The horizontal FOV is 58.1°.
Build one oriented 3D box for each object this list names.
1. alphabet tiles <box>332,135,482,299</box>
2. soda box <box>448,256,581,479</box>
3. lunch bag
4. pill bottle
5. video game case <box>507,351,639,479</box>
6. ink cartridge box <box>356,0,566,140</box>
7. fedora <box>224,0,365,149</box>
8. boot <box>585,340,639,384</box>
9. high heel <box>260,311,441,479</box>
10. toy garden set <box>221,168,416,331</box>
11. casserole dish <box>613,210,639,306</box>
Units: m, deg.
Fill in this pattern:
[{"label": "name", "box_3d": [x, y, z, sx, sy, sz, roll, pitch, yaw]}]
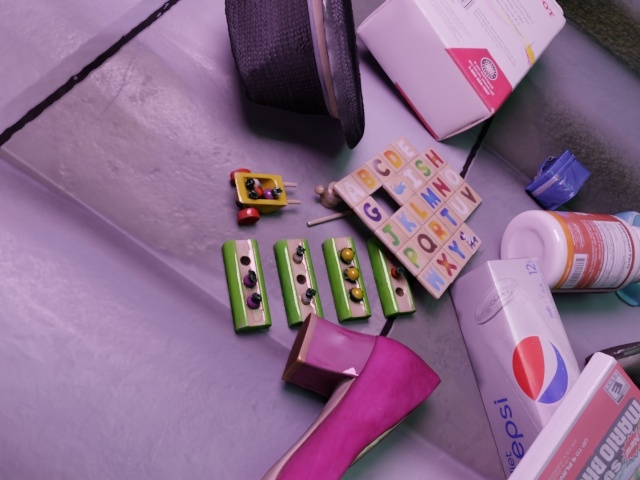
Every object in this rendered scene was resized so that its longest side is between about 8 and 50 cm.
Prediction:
[{"label": "alphabet tiles", "box_3d": [0.147, -0.051, 0.820, 0.198, 0.009, 0.237, 47, 46, 3]}, {"label": "soda box", "box_3d": [0.263, 0.170, 0.740, 0.091, 0.098, 0.287, -3, 68, -26]}, {"label": "lunch bag", "box_3d": [0.389, -0.104, 0.947, 0.065, 0.067, 0.098, 47, 55, 2]}, {"label": "pill bottle", "box_3d": [0.387, 0.019, 0.855, 0.216, 0.121, 0.121, 2, 65, -25]}, {"label": "video game case", "box_3d": [0.323, 0.281, 0.645, 0.285, 0.025, 0.204, 43, 80, -28]}, {"label": "ink cartridge box", "box_3d": [0.235, -0.343, 0.927, 0.226, 0.131, 0.306, 50, 56, -11]}, {"label": "fedora", "box_3d": [-0.033, -0.269, 0.756, 0.152, 0.334, 0.334, -7, 65, 8]}, {"label": "boot", "box_3d": [0.510, 0.226, 0.839, 0.246, 0.083, 0.161, 1, 72, -23]}, {"label": "high heel", "box_3d": [0.021, 0.256, 0.567, 0.181, 0.127, 0.377, 24, 58, -8]}, {"label": "toy garden set", "box_3d": [0.000, 0.000, 0.729, 0.244, 0.049, 0.204, -2, 67, -26]}, {"label": "casserole dish", "box_3d": [0.539, 0.026, 0.973, 0.114, 0.037, 0.188, 33, 58, -6]}]
